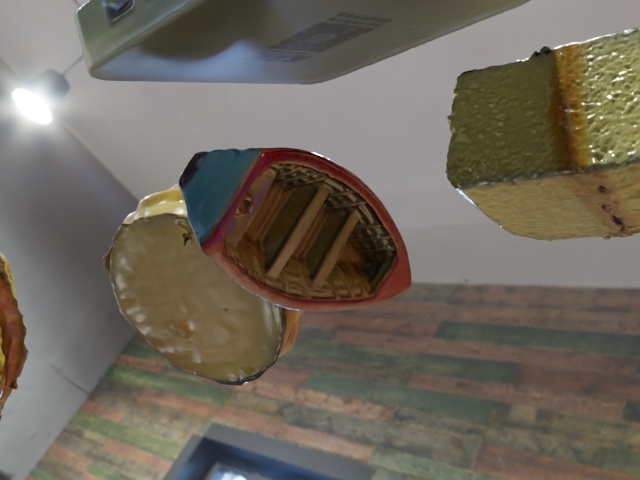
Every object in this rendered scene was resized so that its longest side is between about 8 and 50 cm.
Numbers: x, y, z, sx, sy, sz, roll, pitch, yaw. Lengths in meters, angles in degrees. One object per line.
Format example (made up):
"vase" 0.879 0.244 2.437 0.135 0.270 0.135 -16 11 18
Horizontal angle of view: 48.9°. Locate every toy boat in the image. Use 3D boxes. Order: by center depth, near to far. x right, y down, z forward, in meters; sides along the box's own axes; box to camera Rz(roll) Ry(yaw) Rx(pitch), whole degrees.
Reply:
"toy boat" 0.000 0.000 0.671 0.079 0.136 0.392 33 3 25

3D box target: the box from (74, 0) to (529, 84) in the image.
"box" -0.014 -0.246 0.724 0.373 0.367 0.091 -8 -89 45

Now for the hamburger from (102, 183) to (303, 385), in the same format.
"hamburger" -0.124 0.025 0.958 0.276 0.237 0.277 11 -56 17

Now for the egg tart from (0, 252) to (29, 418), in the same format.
"egg tart" -0.314 0.111 0.417 0.129 0.341 0.341 23 -30 32

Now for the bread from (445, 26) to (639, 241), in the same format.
"bread" 0.261 -0.085 0.659 0.240 0.136 0.178 -8 -26 37
